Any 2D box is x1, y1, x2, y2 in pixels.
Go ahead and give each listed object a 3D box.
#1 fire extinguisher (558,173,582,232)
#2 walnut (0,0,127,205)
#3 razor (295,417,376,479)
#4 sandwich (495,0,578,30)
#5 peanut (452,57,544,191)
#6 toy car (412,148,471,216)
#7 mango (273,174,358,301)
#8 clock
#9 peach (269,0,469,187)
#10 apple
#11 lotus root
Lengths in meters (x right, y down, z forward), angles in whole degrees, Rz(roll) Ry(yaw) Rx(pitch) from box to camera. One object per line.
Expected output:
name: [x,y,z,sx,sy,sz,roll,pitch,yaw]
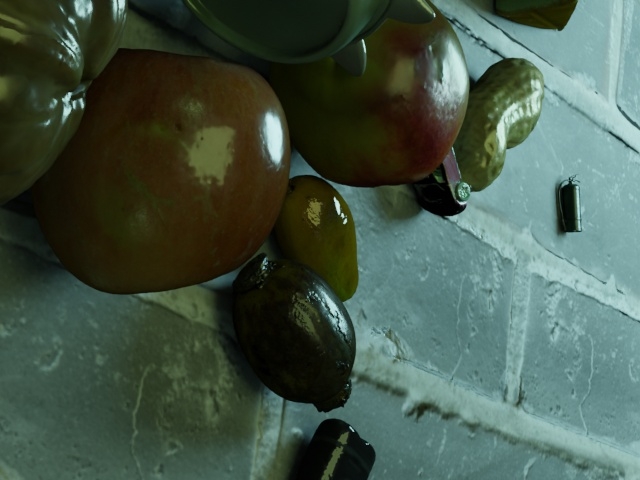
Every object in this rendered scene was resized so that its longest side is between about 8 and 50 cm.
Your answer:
fire extinguisher: [0.351,-0.053,2.293,0.038,0.025,0.083,3,83,-28]
walnut: [-0.305,-0.165,1.294,0.285,0.285,0.296,23,88,-48]
razor: [0.009,0.277,1.797,0.090,0.054,0.148,46,53,-38]
sandwich: [0.334,-0.356,2.217,0.187,0.144,0.117,2,86,-51]
peanut: [0.217,-0.152,2.084,0.103,0.098,0.229,42,51,-1]
toy car: [0.134,-0.091,1.992,0.055,0.069,0.142,-30,110,-37]
mango: [0.000,0.000,1.820,0.101,0.066,0.187,-54,134,-39]
clock: [-0.044,-0.292,1.578,0.324,0.265,0.108,43,50,-10]
peach: [0.054,-0.170,1.785,0.231,0.231,0.231,9,79,-51]
apple: [-0.146,-0.060,1.515,0.253,0.254,0.253,9,79,-51]
lotus root: [-0.023,0.104,1.736,0.209,0.120,0.120,59,45,-28]
